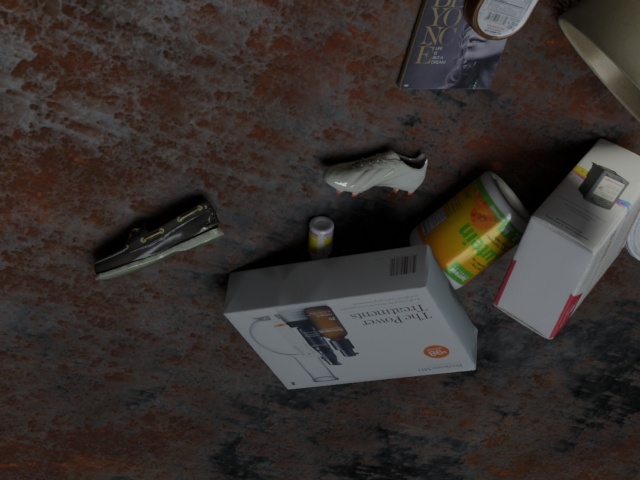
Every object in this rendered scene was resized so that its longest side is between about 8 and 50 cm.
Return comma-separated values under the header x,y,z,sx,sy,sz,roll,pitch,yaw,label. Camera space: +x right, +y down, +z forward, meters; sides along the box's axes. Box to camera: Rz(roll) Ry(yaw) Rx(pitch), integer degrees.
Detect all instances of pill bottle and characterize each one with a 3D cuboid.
x,y,z,sx,sy,sz,roll,pitch,yaw,label
0.000,0.000,2.199,0.043,0.043,0.083,-10,136,-14,pill bottle
0.246,0.002,2.235,0.245,0.136,0.136,-39,135,18,pill bottle

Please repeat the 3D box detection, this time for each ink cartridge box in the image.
x,y,z,sx,sy,sz,roll,pitch,yaw,label
0.451,-0.006,2.205,0.306,0.131,0.226,-44,157,-44,ink cartridge box

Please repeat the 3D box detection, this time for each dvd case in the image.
x,y,z,sx,sy,sz,roll,pitch,yaw,label
0.224,-0.331,1.977,0.164,0.018,0.221,-3,133,-21,dvd case

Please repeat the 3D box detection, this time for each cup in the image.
x,y,z,sx,sy,sz,roll,pitch,yaw,label
0.567,-0.302,1.944,0.237,0.331,0.331,-42,135,8,cup

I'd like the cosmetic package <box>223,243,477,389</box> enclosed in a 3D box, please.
x,y,z,sx,sy,sz,roll,pitch,yaw,label
0.059,0.144,2.230,0.377,0.097,0.284,-9,144,22,cosmetic package

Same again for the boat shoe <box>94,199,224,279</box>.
x,y,z,sx,sy,sz,roll,pitch,yaw,label
-0.274,0.002,2.072,0.227,0.069,0.081,-21,178,4,boat shoe

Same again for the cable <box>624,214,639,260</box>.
x,y,z,sx,sy,sz,roll,pitch,yaw,label
0.674,-0.069,2.380,0.257,0.089,0.257,-1,134,-21,cable

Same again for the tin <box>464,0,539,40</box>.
x,y,z,sx,sy,sz,roll,pitch,yaw,label
0.293,-0.390,1.911,0.106,0.040,0.190,6,127,-32,tin

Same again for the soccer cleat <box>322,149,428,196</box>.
x,y,z,sx,sy,sz,roll,pitch,yaw,label
0.092,-0.119,2.106,0.196,0.068,0.076,-1,129,-32,soccer cleat
